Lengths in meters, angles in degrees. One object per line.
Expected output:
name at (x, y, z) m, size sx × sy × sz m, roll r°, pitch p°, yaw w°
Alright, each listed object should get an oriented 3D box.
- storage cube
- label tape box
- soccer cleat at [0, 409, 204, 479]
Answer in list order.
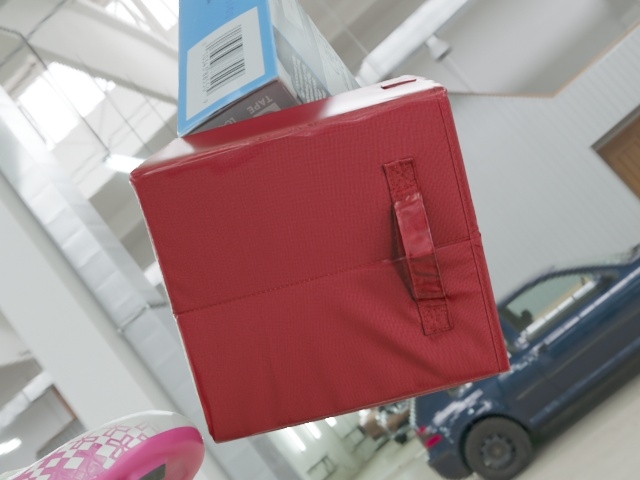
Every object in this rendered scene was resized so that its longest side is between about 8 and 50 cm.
storage cube at (0.000, 0.000, 0.583) m, size 0.193 × 0.184 × 0.215 m, roll -15°, pitch 13°, yaw 3°
label tape box at (0.001, -0.091, 0.867) m, size 0.115 × 0.249 × 0.347 m, roll -31°, pitch -50°, yaw 18°
soccer cleat at (-0.227, 0.187, 0.489) m, size 0.331 × 0.143 × 0.116 m, roll -39°, pitch -29°, yaw -13°
